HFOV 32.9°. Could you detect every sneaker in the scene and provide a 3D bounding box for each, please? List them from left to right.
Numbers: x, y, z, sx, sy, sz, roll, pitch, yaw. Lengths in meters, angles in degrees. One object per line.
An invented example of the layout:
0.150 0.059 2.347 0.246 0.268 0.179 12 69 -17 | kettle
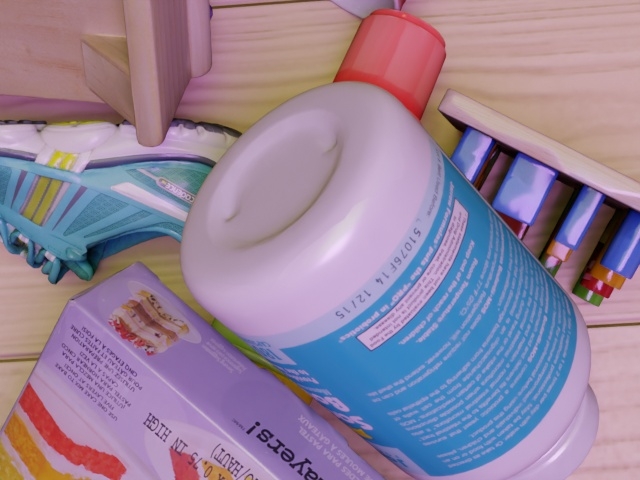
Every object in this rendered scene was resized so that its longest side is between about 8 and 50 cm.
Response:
-0.183 -0.025 0.723 0.275 0.107 0.110 0 91 6 | sneaker

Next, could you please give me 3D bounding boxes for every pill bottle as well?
0.056 0.045 0.613 0.146 0.146 0.264 -51 123 -7 | pill bottle

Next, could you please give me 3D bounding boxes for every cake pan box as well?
-0.075 0.187 0.620 0.267 0.070 0.246 40 122 9 | cake pan box

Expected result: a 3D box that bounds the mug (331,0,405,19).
0.046 -0.261 0.749 0.150 0.113 0.169 38 80 9 | mug

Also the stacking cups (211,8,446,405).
0.000 0.000 0.717 0.096 0.096 0.316 23 76 8 | stacking cups

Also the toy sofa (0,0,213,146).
-0.253 -0.177 0.689 0.362 0.150 0.177 5 37 6 | toy sofa

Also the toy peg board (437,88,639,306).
0.139 -0.017 0.673 0.161 0.160 0.079 28 97 9 | toy peg board
